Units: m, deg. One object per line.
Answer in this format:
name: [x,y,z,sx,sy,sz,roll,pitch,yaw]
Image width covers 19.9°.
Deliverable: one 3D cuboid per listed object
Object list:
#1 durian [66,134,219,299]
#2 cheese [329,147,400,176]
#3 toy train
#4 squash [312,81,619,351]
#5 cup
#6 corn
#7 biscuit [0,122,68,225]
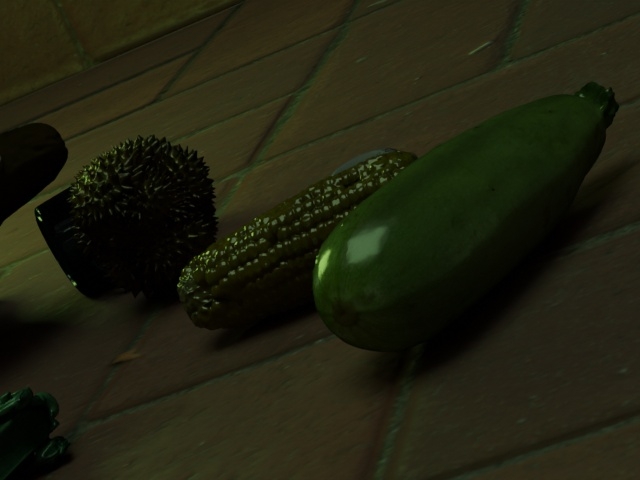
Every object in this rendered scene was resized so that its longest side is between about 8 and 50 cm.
durian: [-0.168,-0.023,1.781,0.137,0.158,0.168,0,24,27]
cheese: [0.049,-0.047,1.729,0.105,0.042,0.191,-27,16,1]
toy train: [-0.273,0.180,1.449,0.099,0.070,0.172,-28,11,36]
squash: [0.120,-0.027,1.414,0.118,0.118,0.370,-11,19,43]
cup: [-0.215,-0.019,1.926,0.138,0.113,0.150,-31,14,-13]
corn: [0.000,0.000,1.552,0.262,0.097,0.097,-25,15,8]
biscuit: [-0.442,0.042,1.879,0.368,0.076,0.394,-29,-12,-41]
